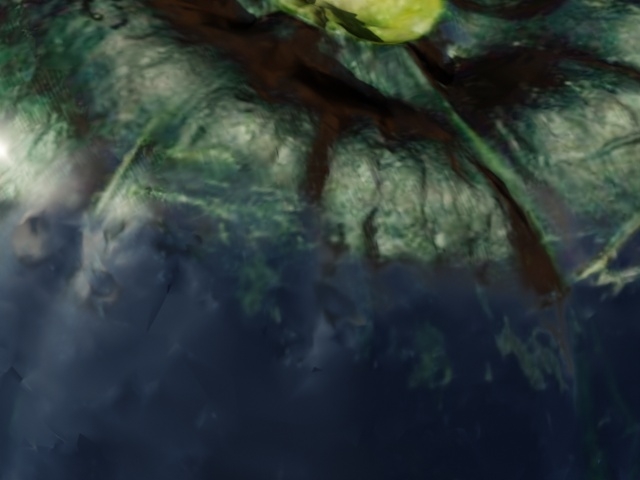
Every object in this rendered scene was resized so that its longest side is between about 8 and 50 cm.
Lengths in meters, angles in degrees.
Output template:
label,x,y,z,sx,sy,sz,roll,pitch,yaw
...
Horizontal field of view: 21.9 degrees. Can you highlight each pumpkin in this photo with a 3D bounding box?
label,x,y,z,sx,sy,sz,roll,pitch,yaw
pumpkin,0.000,0.000,0.514,0.315,0.315,0.238,0,131,-13
